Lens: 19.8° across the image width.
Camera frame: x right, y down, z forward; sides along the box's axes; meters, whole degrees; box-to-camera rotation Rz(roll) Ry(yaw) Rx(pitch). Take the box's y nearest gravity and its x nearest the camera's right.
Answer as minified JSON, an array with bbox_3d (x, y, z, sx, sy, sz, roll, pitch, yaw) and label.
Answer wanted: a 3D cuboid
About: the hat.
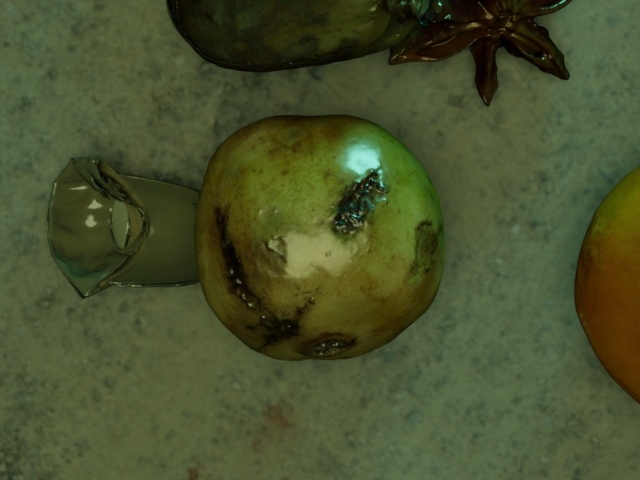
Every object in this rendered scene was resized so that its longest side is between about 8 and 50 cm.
[{"bbox_3d":[-0.198,-0.005,1.926,0.175,0.085,0.147,10,86,-20],"label":"hat"}]

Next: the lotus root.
[{"bbox_3d":[-0.023,-0.249,1.808,0.274,0.152,0.160,-4,108,32],"label":"lotus root"}]

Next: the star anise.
[{"bbox_3d":[0.175,-0.242,1.840,0.212,0.111,0.196,1,131,-16],"label":"star anise"}]

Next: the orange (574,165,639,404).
[{"bbox_3d":[0.393,0.043,1.810,0.283,0.226,0.284,0,91,0],"label":"orange"}]

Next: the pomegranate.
[{"bbox_3d":[0.000,0.000,1.827,0.260,0.260,0.260,0,97,4],"label":"pomegranate"}]
